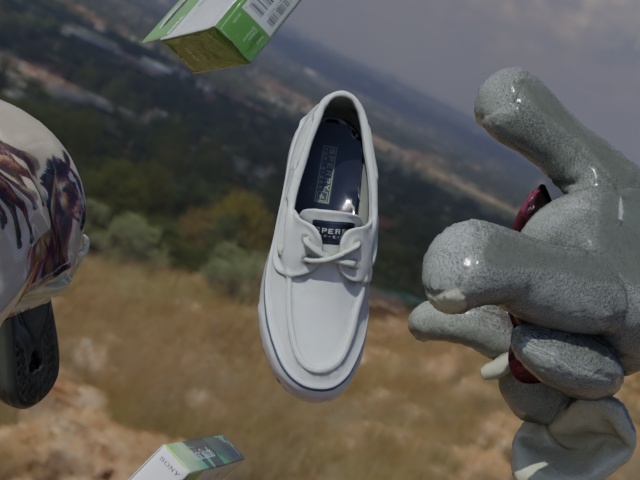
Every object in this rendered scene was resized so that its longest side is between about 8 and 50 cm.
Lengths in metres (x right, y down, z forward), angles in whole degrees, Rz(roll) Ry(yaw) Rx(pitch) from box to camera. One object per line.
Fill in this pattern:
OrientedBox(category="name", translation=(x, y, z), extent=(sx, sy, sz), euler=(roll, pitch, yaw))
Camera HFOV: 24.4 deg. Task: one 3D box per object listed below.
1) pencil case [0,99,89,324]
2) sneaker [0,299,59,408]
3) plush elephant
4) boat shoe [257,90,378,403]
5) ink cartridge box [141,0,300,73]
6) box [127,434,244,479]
OrientedBox(category="pencil case", translation=(-0.248, 0.039, 0.787), extent=(0.183, 0.160, 0.410), euler=(43, 20, -7))
OrientedBox(category="sneaker", translation=(-0.269, 0.009, 1.121), extent=(0.130, 0.227, 0.087), euler=(10, 21, 25))
OrientedBox(category="plush elephant", translation=(0.200, 0.059, 1.275), extent=(0.330, 0.255, 0.272), euler=(25, 46, -13))
OrientedBox(category="boat shoe", translation=(0.000, 0.000, 1.206), extent=(0.095, 0.258, 0.084), euler=(3, -22, -8))
OrientedBox(category="ink cartridge box", translation=(-0.116, -0.256, 1.724), extent=(0.062, 0.109, 0.209), euler=(45, -20, -23))
OrientedBox(category="box", translation=(-0.229, 0.362, 1.967), extent=(0.058, 0.232, 0.322), euler=(44, 2, 9))
